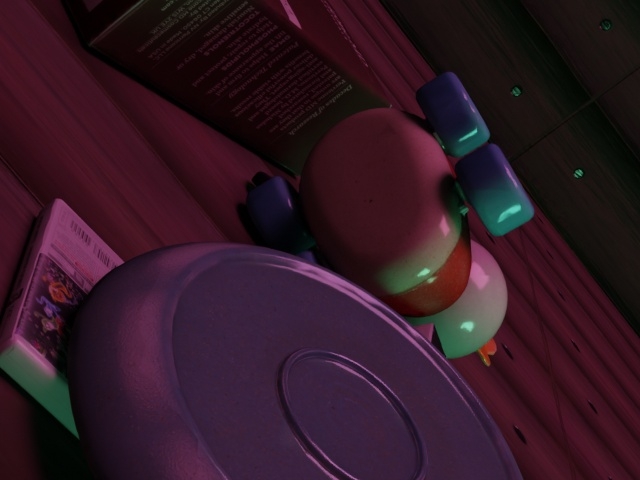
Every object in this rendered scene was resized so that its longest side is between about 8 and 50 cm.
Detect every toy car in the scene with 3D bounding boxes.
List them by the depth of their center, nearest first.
[{"bbox_3d":[0.092,0.018,1.172,0.238,0.219,0.210,52,12,-41],"label":"toy car"}]

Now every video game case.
[{"bbox_3d":[-0.107,0.081,0.769,0.190,0.022,0.173,48,15,-22],"label":"video game case"}]

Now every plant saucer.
[{"bbox_3d":[0.009,0.111,0.728,0.317,0.044,0.318,30,30,-20],"label":"plant saucer"}]

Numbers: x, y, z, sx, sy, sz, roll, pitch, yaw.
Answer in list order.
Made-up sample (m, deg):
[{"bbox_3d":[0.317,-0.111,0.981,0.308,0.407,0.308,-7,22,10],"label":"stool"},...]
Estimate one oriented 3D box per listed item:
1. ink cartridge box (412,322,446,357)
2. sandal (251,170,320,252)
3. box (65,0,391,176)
[{"bbox_3d":[0.095,0.186,0.999,0.208,0.045,0.206,-55,127,-74],"label":"ink cartridge box"},{"bbox_3d":[0.000,0.000,1.252,0.179,0.040,0.067,36,-8,-15],"label":"sandal"},{"bbox_3d":[-0.097,-0.220,1.263,0.191,0.143,0.381,61,14,27],"label":"box"}]
